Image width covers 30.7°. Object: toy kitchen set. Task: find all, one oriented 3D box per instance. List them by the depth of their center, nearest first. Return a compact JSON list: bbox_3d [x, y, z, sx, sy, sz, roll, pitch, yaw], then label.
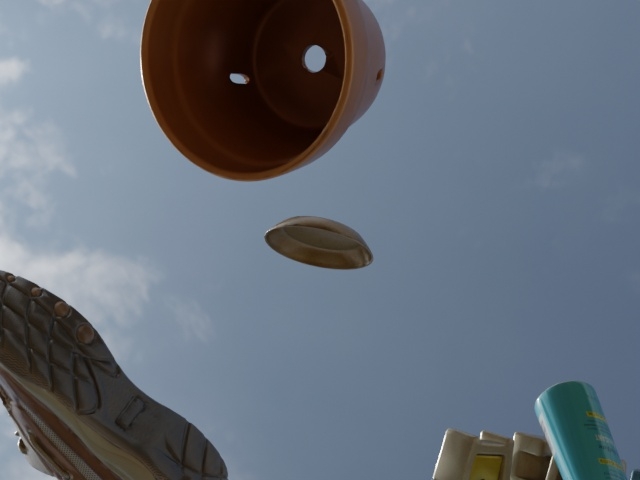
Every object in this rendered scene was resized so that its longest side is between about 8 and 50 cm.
[{"bbox_3d":[0.241,0.278,1.193,0.207,0.166,0.122,10,-91,48],"label":"toy kitchen set"}]

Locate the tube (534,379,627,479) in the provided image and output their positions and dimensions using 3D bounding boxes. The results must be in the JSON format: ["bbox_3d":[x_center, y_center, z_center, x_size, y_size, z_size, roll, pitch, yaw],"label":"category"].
[{"bbox_3d":[0.217,0.203,0.889,0.052,0.080,0.207,-42,-141,26],"label":"tube"}]

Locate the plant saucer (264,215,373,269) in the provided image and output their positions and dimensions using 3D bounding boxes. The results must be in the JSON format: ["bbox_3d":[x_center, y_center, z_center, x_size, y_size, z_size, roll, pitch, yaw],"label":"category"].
[{"bbox_3d":[0.000,0.000,0.872,0.083,0.083,0.015,9,-111,8],"label":"plant saucer"}]

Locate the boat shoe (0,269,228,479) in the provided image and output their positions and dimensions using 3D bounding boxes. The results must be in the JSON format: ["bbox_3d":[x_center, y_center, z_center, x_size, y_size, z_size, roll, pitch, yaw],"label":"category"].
[{"bbox_3d":[-0.234,0.162,1.066,0.324,0.123,0.116,45,-65,1],"label":"boat shoe"}]

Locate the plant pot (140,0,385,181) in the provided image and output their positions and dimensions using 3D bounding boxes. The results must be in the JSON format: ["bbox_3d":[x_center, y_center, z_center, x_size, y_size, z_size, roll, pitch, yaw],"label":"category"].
[{"bbox_3d":[-0.048,-0.225,1.450,0.291,0.203,0.291,4,-81,27],"label":"plant pot"}]
